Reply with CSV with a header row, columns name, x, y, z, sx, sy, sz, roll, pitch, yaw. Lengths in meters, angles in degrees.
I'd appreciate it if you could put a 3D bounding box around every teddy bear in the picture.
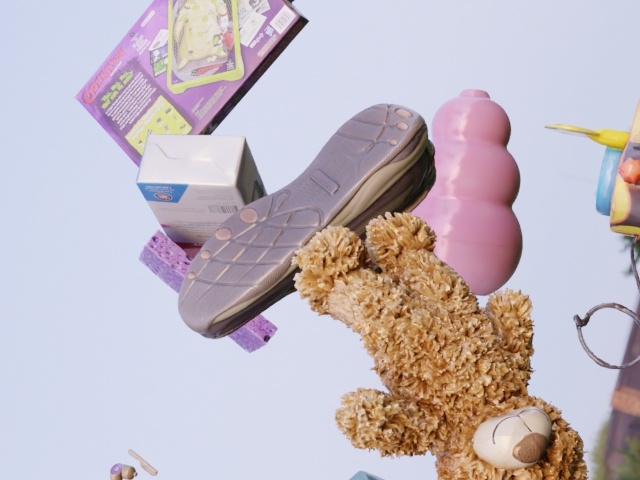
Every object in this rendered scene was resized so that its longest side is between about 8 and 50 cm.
name,x,y,z,sx,sy,sz,roll,pitch,yaw
teddy bear,0.113,0.107,0.971,0.245,0.338,0.113,6,-40,-32

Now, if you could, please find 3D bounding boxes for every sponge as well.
name,x,y,z,sx,sy,sz,roll,pitch,yaw
sponge,-0.157,0.073,1.449,0.031,0.210,0.117,-51,3,-19

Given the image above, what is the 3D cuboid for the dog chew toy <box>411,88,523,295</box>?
name,x,y,z,sx,sy,sz,roll,pitch,yaw
dog chew toy,0.233,-0.079,1.724,0.207,0.207,0.331,12,-95,-68

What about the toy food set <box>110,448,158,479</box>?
name,x,y,z,sx,sy,sz,roll,pitch,yaw
toy food set,-0.277,0.361,1.506,0.019,0.078,0.122,-15,-45,-60

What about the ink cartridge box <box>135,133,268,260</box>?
name,x,y,z,sx,sy,sz,roll,pitch,yaw
ink cartridge box,-0.145,-0.049,1.422,0.231,0.134,0.078,73,-158,-61

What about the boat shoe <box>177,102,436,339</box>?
name,x,y,z,sx,sy,sz,roll,pitch,yaw
boat shoe,0.000,0.000,1.212,0.355,0.132,0.130,-39,-51,-1

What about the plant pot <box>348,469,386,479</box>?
name,x,y,z,sx,sy,sz,roll,pitch,yaw
plant pot,0.101,0.445,1.478,0.165,0.165,0.234,-41,-68,1

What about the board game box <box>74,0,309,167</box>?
name,x,y,z,sx,sy,sz,roll,pitch,yaw
board game box,-0.203,-0.277,1.631,0.347,0.208,0.056,-46,-11,15

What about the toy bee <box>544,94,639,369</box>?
name,x,y,z,sx,sy,sz,roll,pitch,yaw
toy bee,0.306,-0.058,0.938,0.162,0.195,0.298,61,-157,-63

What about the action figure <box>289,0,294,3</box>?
name,x,y,z,sx,sy,sz,roll,pitch,yaw
action figure,-0.061,-0.481,1.725,0.164,0.141,0.275,21,-125,-64
